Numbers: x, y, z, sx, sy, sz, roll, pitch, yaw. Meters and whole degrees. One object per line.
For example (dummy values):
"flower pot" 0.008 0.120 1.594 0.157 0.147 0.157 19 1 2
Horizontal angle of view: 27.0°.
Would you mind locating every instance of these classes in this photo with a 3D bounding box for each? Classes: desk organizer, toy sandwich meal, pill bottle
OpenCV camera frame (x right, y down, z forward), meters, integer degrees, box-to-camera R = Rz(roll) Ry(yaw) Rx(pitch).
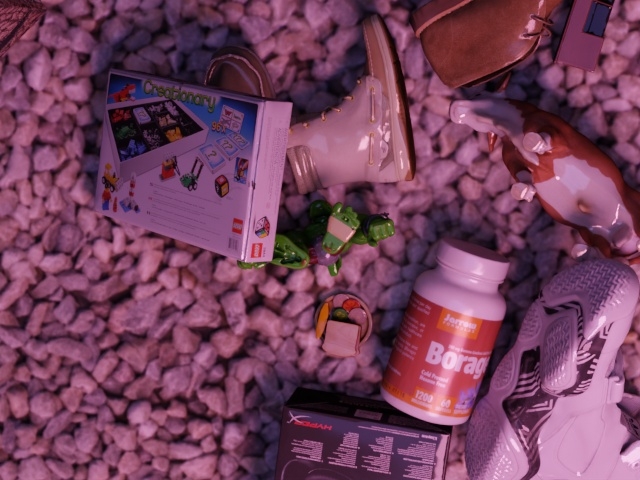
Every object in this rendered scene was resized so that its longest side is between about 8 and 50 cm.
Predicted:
"desk organizer" 0.329 -0.274 1.631 0.050 0.047 0.130 17 100 5
"toy sandwich meal" 0.028 0.112 1.744 0.085 0.029 0.086 1 98 10
"pill bottle" 0.161 0.112 1.674 0.121 0.121 0.216 18 101 7

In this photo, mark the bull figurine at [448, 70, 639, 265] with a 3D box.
"bull figurine" 0.288 -0.079 1.602 0.310 0.188 0.101 38 113 -3

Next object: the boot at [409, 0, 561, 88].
"boot" 0.256 -0.281 1.583 0.305 0.112 0.115 -28 77 31

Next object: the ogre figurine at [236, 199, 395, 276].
"ogre figurine" 0.000 0.000 1.690 0.197 0.118 0.097 -33 87 11

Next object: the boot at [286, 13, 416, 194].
"boot" 0.027 -0.169 1.684 0.165 0.077 0.213 -8 99 13

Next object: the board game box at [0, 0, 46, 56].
"board game box" -0.513 -0.266 1.653 0.232 0.291 0.141 -42 89 13

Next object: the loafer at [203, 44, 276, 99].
"loafer" -0.105 -0.125 1.705 0.094 0.087 0.251 -4 97 10

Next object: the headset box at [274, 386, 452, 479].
"headset box" 0.046 0.359 1.734 0.218 0.110 0.293 8 99 8

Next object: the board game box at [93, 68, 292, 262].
"board game box" -0.166 -0.099 1.656 0.305 0.053 0.193 17 103 43

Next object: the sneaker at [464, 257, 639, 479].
"sneaker" 0.333 0.177 1.602 0.210 0.137 0.366 13 127 -17
